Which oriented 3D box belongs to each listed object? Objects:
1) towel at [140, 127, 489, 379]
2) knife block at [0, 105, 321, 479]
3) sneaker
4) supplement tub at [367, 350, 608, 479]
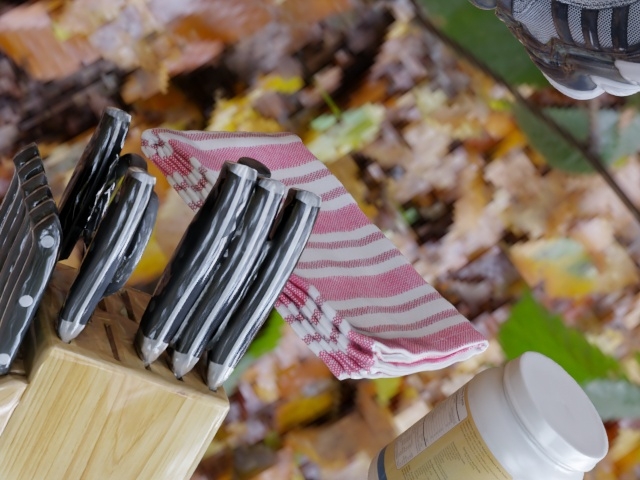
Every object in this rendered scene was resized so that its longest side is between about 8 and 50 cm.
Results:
[{"bbox_3d":[0.000,0.000,0.988,0.029,0.197,0.144,-51,157,23],"label":"towel"},{"bbox_3d":[-0.095,0.081,0.827,0.242,0.088,0.276,-21,123,-4],"label":"knife block"},{"bbox_3d":[0.148,-0.158,0.954,0.153,0.268,0.101,36,79,-13],"label":"sneaker"},{"bbox_3d":[0.158,0.211,1.639,0.199,0.144,0.144,-41,146,24],"label":"supplement tub"}]
